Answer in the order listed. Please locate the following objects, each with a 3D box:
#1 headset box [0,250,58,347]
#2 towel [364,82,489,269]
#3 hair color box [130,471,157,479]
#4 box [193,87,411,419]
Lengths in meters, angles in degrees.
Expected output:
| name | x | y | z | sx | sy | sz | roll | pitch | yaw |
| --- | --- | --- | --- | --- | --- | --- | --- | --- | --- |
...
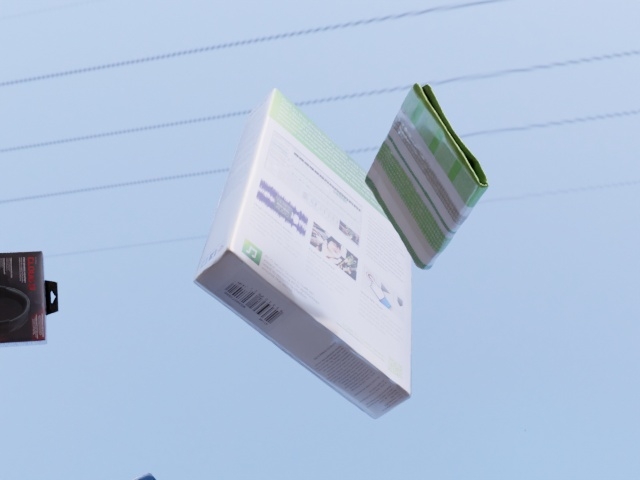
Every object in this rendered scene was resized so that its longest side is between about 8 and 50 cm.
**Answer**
| name | x | y | z | sx | sy | sz | roll | pitch | yaw |
| --- | --- | --- | --- | --- | --- | --- | --- | --- | --- |
| headset box | -0.219 | 0.041 | 0.611 | 0.083 | 0.032 | 0.062 | -2 | -101 | -15 |
| towel | 0.091 | -0.052 | 0.790 | 0.023 | 0.152 | 0.113 | -21 | -110 | -24 |
| hair color box | -0.263 | 0.369 | 0.801 | 0.105 | 0.174 | 0.347 | 49 | -64 | 18 |
| box | 0.000 | 0.000 | 0.946 | 0.232 | 0.322 | 0.058 | 40 | -59 | -20 |
